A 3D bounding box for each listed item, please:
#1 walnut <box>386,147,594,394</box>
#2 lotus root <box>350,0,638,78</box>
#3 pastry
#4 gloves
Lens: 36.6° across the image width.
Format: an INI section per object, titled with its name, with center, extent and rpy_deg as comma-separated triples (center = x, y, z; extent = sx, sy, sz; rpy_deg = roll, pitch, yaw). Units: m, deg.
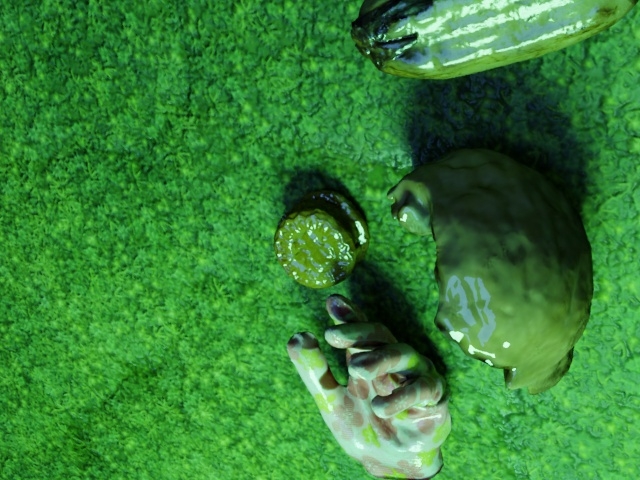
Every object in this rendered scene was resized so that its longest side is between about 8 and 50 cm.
[walnut]
center = 0.170, 0.017, 0.878
extent = 0.141, 0.204, 0.238
rpy_deg = -41, 90, 24
[lotus root]
center = 0.150, -0.203, 0.836
extent = 0.259, 0.097, 0.110
rpy_deg = -7, 117, 25
[pastry]
center = 0.000, 0.000, 1.048
extent = 0.097, 0.057, 0.109
rpy_deg = 28, 126, 13
[gloves]
center = 0.060, 0.152, 1.055
extent = 0.145, 0.126, 0.241
rpy_deg = 18, 128, 51
